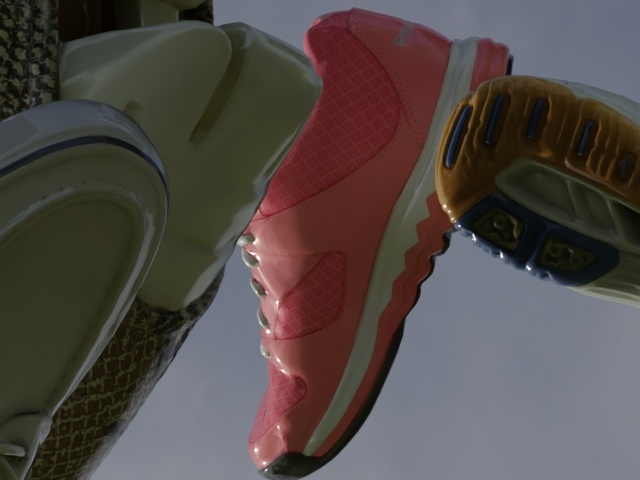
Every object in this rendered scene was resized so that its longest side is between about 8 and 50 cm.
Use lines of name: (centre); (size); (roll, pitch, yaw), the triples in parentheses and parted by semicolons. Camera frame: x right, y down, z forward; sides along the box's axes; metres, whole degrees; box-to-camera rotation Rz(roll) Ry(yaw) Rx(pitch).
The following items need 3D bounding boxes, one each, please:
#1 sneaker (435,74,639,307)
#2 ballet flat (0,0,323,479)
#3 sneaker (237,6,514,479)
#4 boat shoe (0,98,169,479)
sneaker: (0.200, 0.007, 0.729); (0.131, 0.296, 0.112); (-12, -45, -59)
ballet flat: (-0.084, -0.124, 0.706); (0.164, 0.182, 0.483); (31, -127, -57)
sneaker: (0.000, -0.001, 0.954); (0.136, 0.116, 0.314); (23, -64, -1)
boat shoe: (-0.140, 0.073, 0.542); (0.267, 0.088, 0.096); (-46, -50, 2)
